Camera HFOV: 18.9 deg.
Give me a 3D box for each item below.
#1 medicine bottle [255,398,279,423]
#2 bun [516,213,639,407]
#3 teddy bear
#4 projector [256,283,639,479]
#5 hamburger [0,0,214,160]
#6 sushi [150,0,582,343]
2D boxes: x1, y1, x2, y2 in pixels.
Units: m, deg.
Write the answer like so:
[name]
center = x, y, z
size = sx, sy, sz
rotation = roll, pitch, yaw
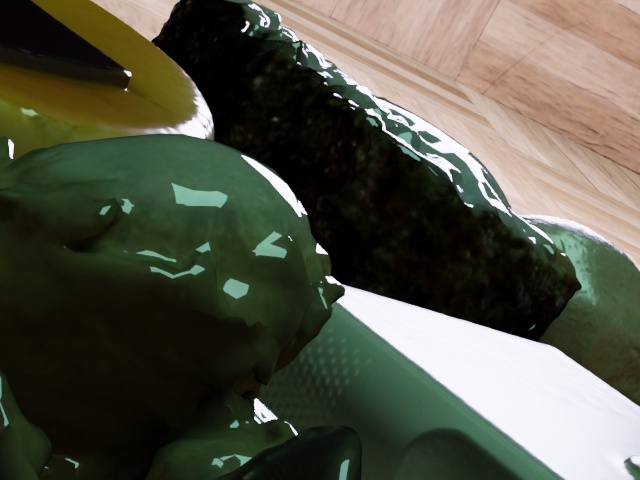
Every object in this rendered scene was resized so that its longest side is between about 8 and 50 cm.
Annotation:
[medicine bottle]
center = 0.010, 0.172, 0.429
size = 0.158, 0.158, 0.318
rotation = 17, 18, -42
[bun]
center = 0.131, 0.070, 1.173
size = 0.173, 0.166, 0.113
rotation = 22, 56, 0
[teddy bear]
center = -0.075, 0.116, 0.307
size = 0.267, 0.156, 0.256
rotation = -20, 35, -19
[projector]
center = 0.062, 0.129, 0.693
size = 0.177, 0.163, 0.242
rotation = 16, 15, -40
[hamburger]
center = -0.182, -0.029, 0.753
size = 0.300, 0.176, 0.300
rotation = 28, 14, -8
[sushi]
center = 0.000, 0.000, 1.048
size = 0.196, 0.182, 0.343
rotation = 25, 13, -38
